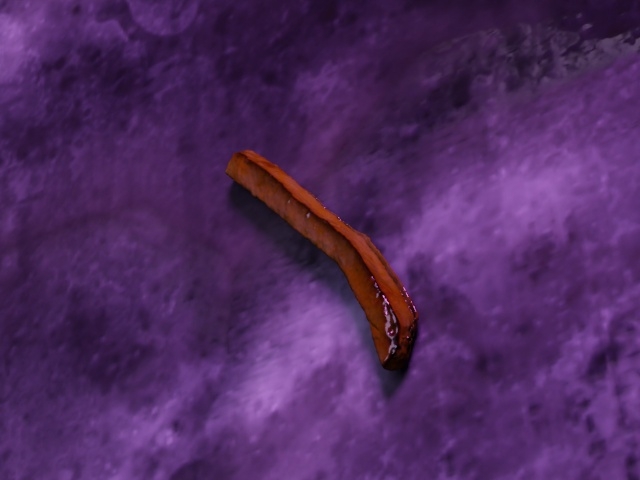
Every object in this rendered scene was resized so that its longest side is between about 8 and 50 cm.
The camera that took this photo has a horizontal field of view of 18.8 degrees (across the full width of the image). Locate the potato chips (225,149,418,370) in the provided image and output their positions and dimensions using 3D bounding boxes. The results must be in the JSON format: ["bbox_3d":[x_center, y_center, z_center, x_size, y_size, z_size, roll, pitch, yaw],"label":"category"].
[{"bbox_3d":[0.000,0.000,1.071,0.037,0.026,0.204,-57,44,15],"label":"potato chips"}]
